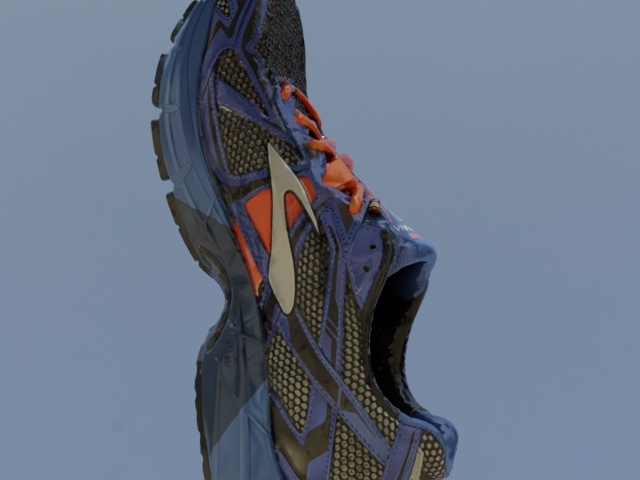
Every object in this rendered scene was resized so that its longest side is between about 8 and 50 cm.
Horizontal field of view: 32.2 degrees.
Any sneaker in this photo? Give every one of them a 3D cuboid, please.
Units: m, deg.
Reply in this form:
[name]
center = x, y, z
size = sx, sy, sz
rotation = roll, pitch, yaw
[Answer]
[sneaker]
center = 0.000, 0.000, 0.410
size = 0.087, 0.083, 0.221
rotation = -16, -103, 21
